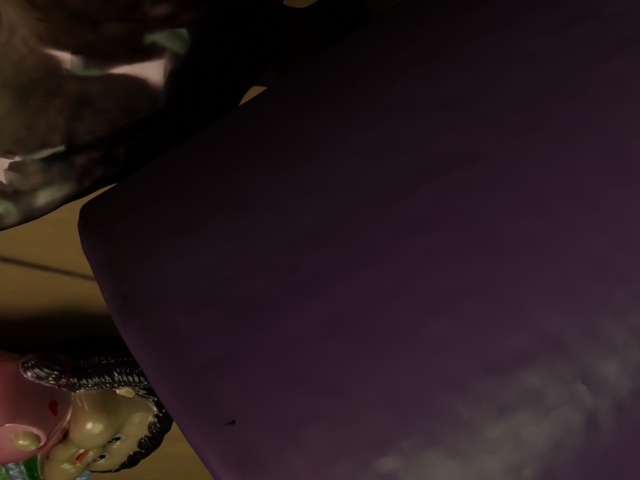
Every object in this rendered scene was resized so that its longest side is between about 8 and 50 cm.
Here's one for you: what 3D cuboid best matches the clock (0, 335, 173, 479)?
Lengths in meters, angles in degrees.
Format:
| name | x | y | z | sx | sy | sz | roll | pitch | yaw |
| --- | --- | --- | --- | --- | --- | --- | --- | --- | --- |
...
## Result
| name | x | y | z | sx | sy | sz | roll | pitch | yaw |
| --- | --- | --- | --- | --- | --- | --- | --- | --- | --- |
| clock | -0.214 | 0.133 | 0.786 | 0.196 | 0.100 | 0.194 | 7 | 139 | -37 |

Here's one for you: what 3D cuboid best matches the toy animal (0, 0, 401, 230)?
| name | x | y | z | sx | sy | sz | roll | pitch | yaw |
| --- | --- | --- | --- | --- | --- | --- | --- | --- | --- |
| toy animal | -0.064 | -0.165 | 0.390 | 0.303 | 0.194 | 0.344 | -5 | 145 | -20 |

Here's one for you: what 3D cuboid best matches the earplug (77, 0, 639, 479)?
| name | x | y | z | sx | sy | sz | roll | pitch | yaw |
| --- | --- | --- | --- | --- | --- | --- | --- | --- | --- |
| earplug | 0.150 | -0.054 | 0.427 | 0.456 | 0.215 | 0.215 | -36 | 147 | 0 |
